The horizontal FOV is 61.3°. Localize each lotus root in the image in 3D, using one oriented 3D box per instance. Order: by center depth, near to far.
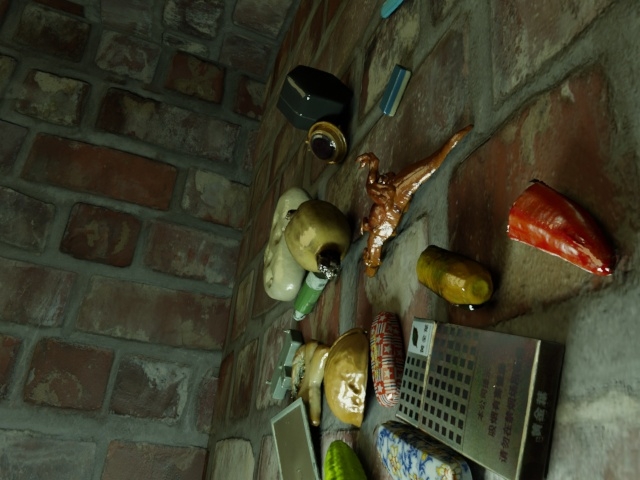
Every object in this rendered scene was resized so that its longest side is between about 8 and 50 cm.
[{"bbox_3d":[0.000,0.000,1.452,0.310,0.182,0.183,-118,45,-62],"label":"lotus root"}]

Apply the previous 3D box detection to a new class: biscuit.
[{"bbox_3d":[-0.021,0.373,1.438,0.164,0.047,0.208,170,112,-69],"label":"biscuit"}]

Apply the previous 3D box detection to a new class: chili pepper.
[{"bbox_3d":[0.306,-0.005,0.671,0.169,0.064,0.088,-118,43,-60],"label":"chili pepper"}]

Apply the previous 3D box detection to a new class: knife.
[{"bbox_3d":[0.217,-0.685,1.514,0.222,0.031,0.064,178,101,-76],"label":"knife"}]

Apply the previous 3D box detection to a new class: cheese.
[{"bbox_3d":[-0.102,0.025,1.817,0.328,0.129,0.351,-103,29,-60],"label":"cheese"}]

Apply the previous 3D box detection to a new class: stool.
[{"bbox_3d":[-0.020,-0.454,1.750,0.232,0.232,0.141,-95,24,-46],"label":"stool"}]

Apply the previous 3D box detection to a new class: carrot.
[{"bbox_3d":[0.212,0.058,0.879,0.173,0.082,0.082,-151,76,-69],"label":"carrot"}]

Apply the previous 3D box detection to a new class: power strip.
[{"bbox_3d":[0.188,-0.379,1.368,0.056,0.032,0.123,-106,33,-59],"label":"power strip"},{"bbox_3d":[-0.109,0.399,1.673,0.145,0.061,0.216,-117,42,-66],"label":"power strip"}]

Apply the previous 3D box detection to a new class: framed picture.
[{"bbox_3d":[-0.069,0.550,1.424,0.273,0.015,0.217,129,134,-54],"label":"framed picture"}]

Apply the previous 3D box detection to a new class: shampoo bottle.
[{"bbox_3d":[-0.034,0.165,1.619,0.065,0.065,0.205,-97,26,-49],"label":"shampoo bottle"}]

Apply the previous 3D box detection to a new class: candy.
[{"bbox_3d":[0.049,0.477,1.068,0.209,0.096,0.097,-105,33,-67],"label":"candy"}]

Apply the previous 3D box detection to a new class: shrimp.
[{"bbox_3d":[-0.053,0.390,1.559,0.099,0.041,0.180,-17,59,54],"label":"shrimp"}]

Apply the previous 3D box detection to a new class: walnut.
[{"bbox_3d":[0.050,0.288,1.138,0.167,0.086,0.212,-147,61,-83],"label":"walnut"}]

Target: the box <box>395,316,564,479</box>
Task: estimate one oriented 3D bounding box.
[{"bbox_3d":[0.216,0.218,0.804,0.325,0.047,0.181,171,112,-71],"label":"box"}]

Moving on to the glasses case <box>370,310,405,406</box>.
[{"bbox_3d":[0.128,0.227,1.067,0.073,0.049,0.195,122,155,-45],"label":"glasses case"}]

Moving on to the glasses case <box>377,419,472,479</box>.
[{"bbox_3d":[0.156,0.352,0.851,0.248,0.065,0.087,173,98,-70],"label":"glasses case"}]

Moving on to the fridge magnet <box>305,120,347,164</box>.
[{"bbox_3d":[0.019,-0.302,1.684,0.063,0.143,0.143,-43,-9,-41],"label":"fridge magnet"}]

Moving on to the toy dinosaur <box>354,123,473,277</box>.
[{"bbox_3d":[0.154,-0.117,1.173,0.208,0.097,0.432,-115,36,-43],"label":"toy dinosaur"}]
